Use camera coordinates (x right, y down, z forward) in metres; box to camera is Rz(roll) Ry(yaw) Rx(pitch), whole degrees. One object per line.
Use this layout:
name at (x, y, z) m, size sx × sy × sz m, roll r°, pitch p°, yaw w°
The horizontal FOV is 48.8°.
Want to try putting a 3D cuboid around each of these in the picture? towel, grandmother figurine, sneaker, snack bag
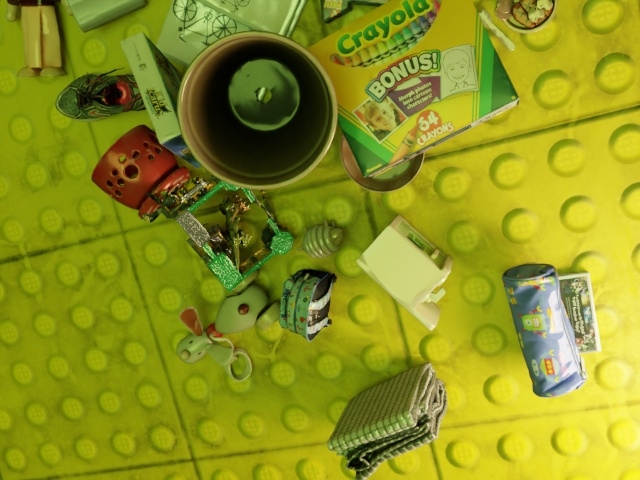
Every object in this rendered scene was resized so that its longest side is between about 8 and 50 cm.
towel at (0.169, 0.419, 1.645) m, size 0.235 × 0.284 × 0.121 m, roll -29°, pitch 95°, yaw 20°
grandmother figurine at (-0.702, -0.584, 1.756) m, size 0.208 × 0.104 × 0.342 m, roll 0°, pitch 105°, yaw 6°
sneaker at (-0.547, -0.361, 1.742) m, size 0.299 × 0.112 × 0.121 m, roll -5°, pitch 103°, yaw 30°
snack bag at (-0.219, -0.534, 1.668) m, size 0.323 × 0.037 × 0.342 m, roll 29°, pitch 108°, yaw 7°

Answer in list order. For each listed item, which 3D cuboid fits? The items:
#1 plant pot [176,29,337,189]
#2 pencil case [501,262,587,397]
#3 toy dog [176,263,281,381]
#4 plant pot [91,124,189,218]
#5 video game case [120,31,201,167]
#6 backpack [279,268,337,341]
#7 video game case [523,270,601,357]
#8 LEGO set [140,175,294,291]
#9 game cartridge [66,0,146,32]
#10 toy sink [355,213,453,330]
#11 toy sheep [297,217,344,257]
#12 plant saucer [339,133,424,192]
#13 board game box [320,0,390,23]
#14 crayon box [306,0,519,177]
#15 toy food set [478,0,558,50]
plant pot at (-0.128, -0.301, 1.546) m, size 0.323 × 0.280 × 0.323 m, roll 0°, pitch 110°, yaw 0°
pencil case at (0.501, 0.199, 1.568) m, size 0.133 × 0.119 × 0.306 m, roll -12°, pitch 99°, yaw 41°
toy dog at (-0.243, 0.219, 1.775) m, size 0.220 × 0.161 × 0.333 m, roll 31°, pitch 108°, yaw 7°
plant pot at (-0.433, -0.159, 1.729) m, size 0.174 × 0.191 × 0.191 m, roll 43°, pitch 109°, yaw 0°
video game case at (-0.338, -0.308, 1.603) m, size 0.061 × 0.269 × 0.244 m, roll -24°, pitch 83°, yaw 3°
backpack at (-0.038, 0.158, 1.700) m, size 0.117 × 0.173 × 0.158 m, roll 10°, pitch 105°, yaw 13°
video game case at (0.542, 0.174, 1.629) m, size 0.173 × 0.022 × 0.190 m, roll -9°, pitch 99°, yaw 17°
LEGO set at (-0.241, -0.054, 1.697) m, size 0.255 × 0.192 × 0.331 m, roll -47°, pitch 126°, yaw -4°
game cartridge at (-0.546, -0.674, 1.689) m, size 0.196 × 0.060 × 0.294 m, roll -25°, pitch 97°, yaw -3°
toy sink at (0.219, 0.067, 1.623) m, size 0.234 × 0.153 × 0.131 m, roll 43°, pitch 109°, yaw 4°
toy sheep at (0.000, 0.000, 1.705) m, size 0.132 × 0.091 × 0.091 m, roll -21°, pitch 96°, yaw 32°
plant saucer at (0.145, -0.212, 1.642) m, size 0.199 × 0.036 × 0.198 m, roll 3°, pitch 103°, yaw 15°
board game box at (0.070, -0.578, 1.568) m, size 0.194 × 0.060 × 0.194 m, roll 11°, pitch 106°, yaw 12°
crayon box at (0.195, -0.355, 1.532) m, size 0.363 × 0.106 × 0.313 m, roll -26°, pitch 88°, yaw 15°
toy food set at (0.436, -0.506, 1.496) m, size 0.132 × 0.038 × 0.192 m, roll 46°, pitch 109°, yaw 1°
